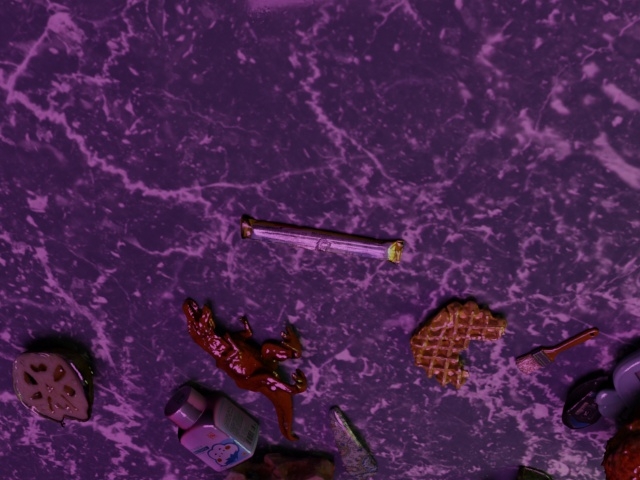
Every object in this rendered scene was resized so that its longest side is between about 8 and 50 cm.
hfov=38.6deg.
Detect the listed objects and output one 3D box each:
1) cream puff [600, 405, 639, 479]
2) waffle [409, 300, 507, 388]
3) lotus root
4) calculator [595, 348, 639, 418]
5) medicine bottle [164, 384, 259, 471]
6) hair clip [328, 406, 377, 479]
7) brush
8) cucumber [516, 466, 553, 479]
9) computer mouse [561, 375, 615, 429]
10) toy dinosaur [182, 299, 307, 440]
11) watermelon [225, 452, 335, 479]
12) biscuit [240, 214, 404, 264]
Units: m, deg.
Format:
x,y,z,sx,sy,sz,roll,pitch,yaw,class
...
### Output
x,y,z,sx,sy,sz,roll,pitch,yaw,class
0.674,0.412,1.648,0.351,0.228,0.350,-8,143,-6,cream puff
0.255,0.189,1.705,0.149,0.051,0.194,34,120,-16,waffle
-0.543,0.289,1.905,0.183,0.078,0.203,19,125,10,lotus root
0.644,0.248,1.676,0.295,0.042,0.184,-27,125,20,calculator
-0.233,0.388,1.911,0.119,0.094,0.188,-32,116,30,medicine bottle
0.065,0.440,1.938,0.066,0.036,0.229,-16,123,13,hair clip
0.444,0.204,1.707,0.170,0.014,0.043,-32,118,28,brush
0.446,0.633,1.984,0.145,0.105,0.325,8,125,4,cucumber
0.511,0.304,1.751,0.079,0.047,0.135,23,115,-28,computer mouse
-0.101,0.269,1.799,0.208,0.097,0.432,-17,120,37,toy dinosaur
-0.113,0.598,1.929,0.264,0.151,0.301,12,91,2,watermelon
0.000,0.000,1.619,0.292,0.026,0.048,9,124,2,biscuit
